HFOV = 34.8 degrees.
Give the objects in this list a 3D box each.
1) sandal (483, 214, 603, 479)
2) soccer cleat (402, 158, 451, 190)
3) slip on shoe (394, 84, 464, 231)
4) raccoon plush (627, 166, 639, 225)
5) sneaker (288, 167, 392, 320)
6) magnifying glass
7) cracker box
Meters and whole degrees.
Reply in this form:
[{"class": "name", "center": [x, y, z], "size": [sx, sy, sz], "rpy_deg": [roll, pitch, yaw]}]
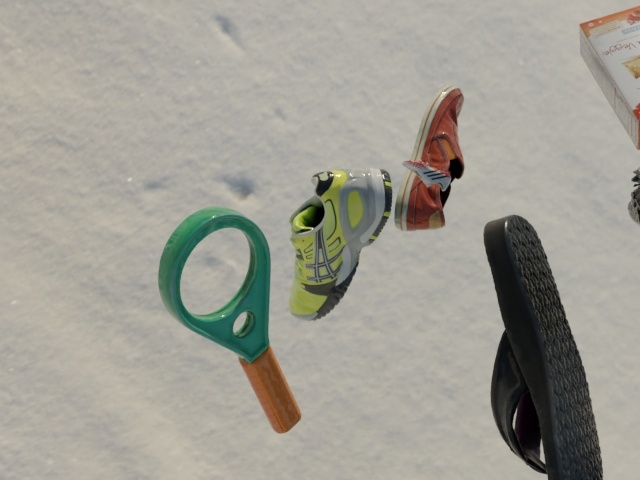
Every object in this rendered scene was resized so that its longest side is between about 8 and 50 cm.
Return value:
[{"class": "sandal", "center": [0.298, 0.186, 1.439], "size": [0.168, 0.107, 0.445], "rpy_deg": [15, 59, -52]}, {"class": "soccer cleat", "center": [0.169, -0.105, 1.635], "size": [0.083, 0.029, 0.035], "rpy_deg": [19, 82, -7]}, {"class": "slip on shoe", "center": [0.227, -0.153, 1.930], "size": [0.123, 0.101, 0.331], "rpy_deg": [76, 29, -55]}, {"class": "raccoon plush", "center": [0.595, 0.028, 1.376], "size": [0.446, 0.216, 0.299], "rpy_deg": [50, -1, 41]}, {"class": "sneaker", "center": [0.000, 0.000, 1.901], "size": [0.147, 0.384, 0.145], "rpy_deg": [10, 42, -18]}, {"class": "magnifying glass", "center": [-0.059, 0.071, 0.798], "size": [0.092, 0.026, 0.231], "rpy_deg": [-42, 135, -24]}, {"class": "cracker box", "center": [0.495, -0.251, 1.499], "size": [0.067, 0.156, 0.232], "rpy_deg": [71, 2, -50]}]
